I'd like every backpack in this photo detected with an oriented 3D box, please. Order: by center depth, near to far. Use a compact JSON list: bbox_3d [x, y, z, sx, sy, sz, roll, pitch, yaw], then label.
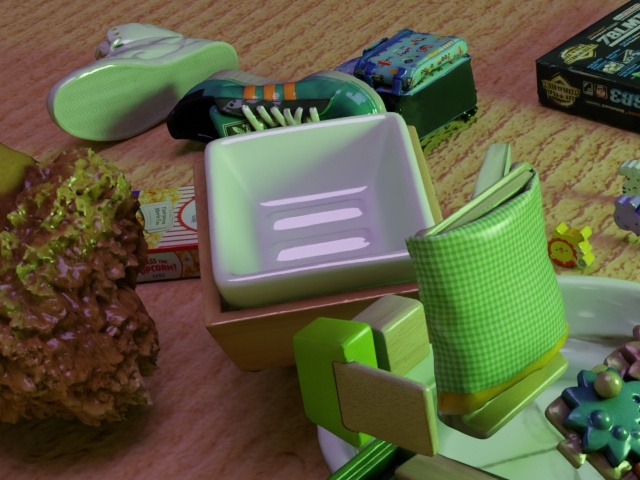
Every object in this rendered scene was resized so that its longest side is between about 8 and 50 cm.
[{"bbox_3d":[0.090,-0.196,2.150,0.173,0.117,0.158,17,37,41],"label":"backpack"}]

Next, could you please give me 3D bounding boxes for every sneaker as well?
[{"bbox_3d":[-0.060,-0.143,2.114,0.302,0.108,0.121,6,33,39],"label":"sneaker"},{"bbox_3d":[-0.274,-0.217,2.298,0.292,0.108,0.169,-20,29,-38],"label":"sneaker"}]

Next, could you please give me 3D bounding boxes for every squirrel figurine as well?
[{"bbox_3d":[-0.357,0.072,1.653,0.397,0.281,0.370,-3,36,15],"label":"squirrel figurine"}]

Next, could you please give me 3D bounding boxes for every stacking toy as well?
[{"bbox_3d":[0.375,-0.018,1.817,0.221,0.052,0.167,9,35,38],"label":"stacking toy"}]

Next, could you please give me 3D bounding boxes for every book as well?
[{"bbox_3d":[0.189,-0.030,1.856,0.035,0.096,0.144,-1,31,14],"label":"book"}]

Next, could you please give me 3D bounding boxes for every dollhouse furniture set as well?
[{"bbox_3d":[0.142,0.095,1.348,0.151,0.198,0.301,17,39,39],"label":"dollhouse furniture set"}]

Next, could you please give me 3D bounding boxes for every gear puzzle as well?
[{"bbox_3d":[0.335,0.206,1.303,0.175,0.044,0.339,-32,71,-36],"label":"gear puzzle"}]

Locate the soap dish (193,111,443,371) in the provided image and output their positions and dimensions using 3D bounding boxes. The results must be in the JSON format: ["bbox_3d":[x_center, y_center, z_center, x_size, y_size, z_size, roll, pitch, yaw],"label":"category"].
[{"bbox_3d":[0.000,0.000,1.618,0.229,0.118,0.291,-9,33,-1],"label":"soap dish"}]

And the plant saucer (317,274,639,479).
[{"bbox_3d":[0.200,0.173,1.497,0.400,0.101,0.400,-6,29,3],"label":"plant saucer"}]

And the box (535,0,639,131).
[{"bbox_3d":[0.474,-0.225,2.148,0.293,0.073,0.295,20,40,41],"label":"box"}]

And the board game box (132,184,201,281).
[{"bbox_3d":[-0.137,-0.013,1.957,0.193,0.045,0.147,-6,30,4],"label":"board game box"}]
